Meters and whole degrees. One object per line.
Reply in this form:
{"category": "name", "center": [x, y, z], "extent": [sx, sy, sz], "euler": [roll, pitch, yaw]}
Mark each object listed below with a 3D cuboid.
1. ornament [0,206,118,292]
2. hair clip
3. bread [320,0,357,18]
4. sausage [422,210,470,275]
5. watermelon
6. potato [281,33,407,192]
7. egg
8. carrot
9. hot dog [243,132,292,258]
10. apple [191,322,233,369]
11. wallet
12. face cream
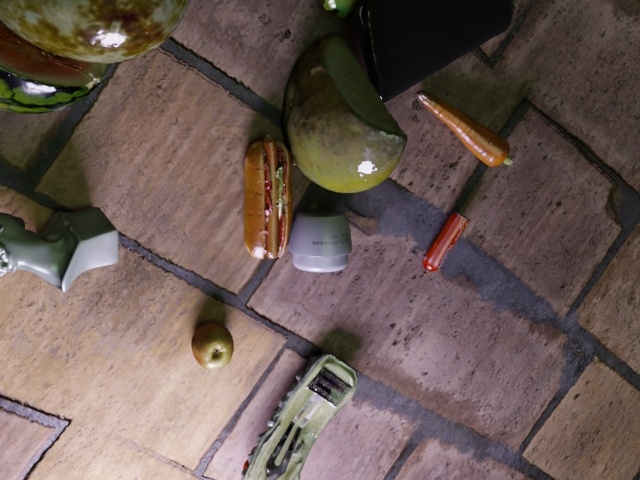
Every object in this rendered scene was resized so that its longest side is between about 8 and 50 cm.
{"category": "ornament", "center": [-0.459, 0.015, 1.374], "extent": [0.285, 0.130, 0.120], "euler": [3, 120, -28]}
{"category": "hair clip", "center": [-0.054, 0.373, 1.742], "extent": [0.138, 0.091, 0.321], "euler": [38, 77, -24]}
{"category": "bread", "center": [0.049, -0.447, 1.490], "extent": [0.139, 0.071, 0.130], "euler": [-32, 118, -19]}
{"category": "sausage", "center": [0.250, 0.010, 1.781], "extent": [0.048, 0.050, 0.145], "euler": [30, 95, -27]}
{"category": "watermelon", "center": [-0.455, -0.262, 1.269], "extent": [0.304, 0.128, 0.159], "euler": [22, 97, -32]}
{"category": "potato", "center": [0.038, -0.198, 1.471], "extent": [0.112, 0.255, 0.269], "euler": [-5, 111, -27]}
{"category": "egg", "center": [-0.327, -0.367, 1.235], "extent": [0.290, 0.238, 0.238], "euler": [-11, 114, -3]}
{"category": "carrot", "center": [0.279, -0.220, 1.712], "extent": [0.257, 0.061, 0.061], "euler": [32, 93, -21]}
{"category": "hot dog", "center": [-0.094, -0.077, 1.563], "extent": [0.092, 0.062, 0.235], "euler": [-8, 111, -19]}
{"category": "apple", "center": [-0.197, 0.195, 1.608], "extent": [0.084, 0.071, 0.083], "euler": [-9, 111, -25]}
{"category": "wallet", "center": [0.212, -0.404, 1.565], "extent": [0.378, 0.051, 0.197], "euler": [-34, 124, -30]}
{"category": "face cream", "center": [0.000, 0.000, 1.609], "extent": [0.117, 0.117, 0.104], "euler": [-4, 102, -26]}
